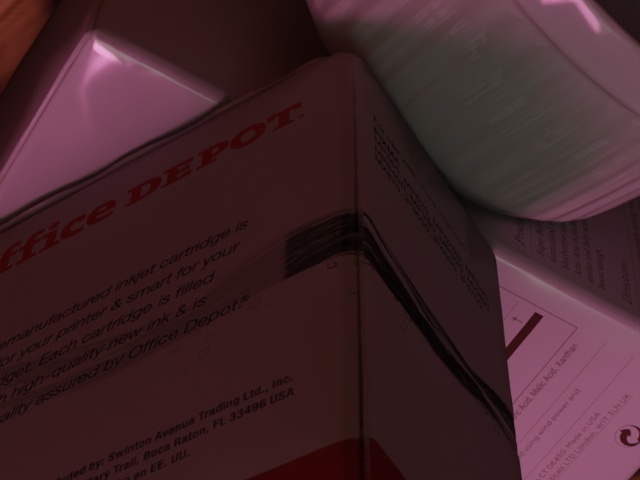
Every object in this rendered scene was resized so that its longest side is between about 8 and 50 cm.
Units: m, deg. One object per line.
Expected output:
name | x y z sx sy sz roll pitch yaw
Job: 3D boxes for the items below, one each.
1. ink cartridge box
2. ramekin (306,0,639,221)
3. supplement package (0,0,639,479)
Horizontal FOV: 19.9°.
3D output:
ink cartridge box | -0.043 0.084 0.593 0.197 0.273 0.114 -26 122 18
ramekin | 0.086 -0.105 0.718 0.207 0.207 0.109 38 127 -21
supplement package | 0.000 0.000 0.803 0.293 0.177 0.175 28 121 -15
